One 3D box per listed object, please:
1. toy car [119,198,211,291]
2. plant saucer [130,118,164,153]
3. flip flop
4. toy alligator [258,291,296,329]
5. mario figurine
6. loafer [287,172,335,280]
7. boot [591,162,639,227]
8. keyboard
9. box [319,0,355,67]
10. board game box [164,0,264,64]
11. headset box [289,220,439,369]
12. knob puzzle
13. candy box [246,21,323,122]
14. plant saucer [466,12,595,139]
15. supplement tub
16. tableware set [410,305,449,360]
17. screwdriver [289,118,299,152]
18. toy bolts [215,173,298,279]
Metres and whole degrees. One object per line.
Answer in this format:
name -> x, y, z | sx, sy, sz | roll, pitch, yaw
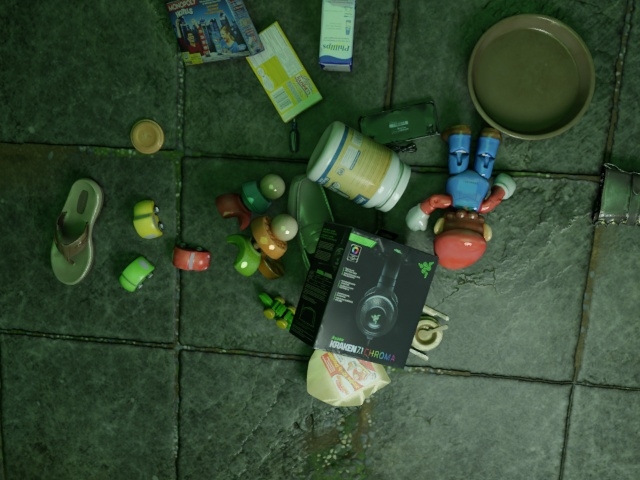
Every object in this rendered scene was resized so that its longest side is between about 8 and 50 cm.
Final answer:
toy car -> -0.425, 0.046, 1.395 | 0.239, 0.053, 0.225 | 44, 101, -3
plant saucer -> -0.423, -0.253, 1.362 | 0.084, 0.013, 0.083 | 1, 101, 5
flip flop -> -0.613, -0.021, 1.388 | 0.112, 0.080, 0.276 | 20, 101, 2
toy alligator -> -0.083, 0.199, 1.390 | 0.190, 0.056, 0.051 | 39, 141, -1
mario figurine -> 0.320, -0.093, 1.283 | 0.198, 0.170, 0.320 | 10, 91, 40
loafer -> 0.000, 0.000, 1.303 | 0.112, 0.111, 0.319 | -17, 102, -21
boot -> 0.732, -0.045, 1.255 | 0.229, 0.091, 0.262 | 0, 96, 11
keyboard -> 0.184, -0.252, 1.298 | 0.180, 0.023, 0.108 | -11, 92, 8
box -> 0.039, -0.447, 1.225 | 0.072, 0.126, 0.137 | 5, 101, 3
board game box -> -0.240, -0.501, 1.237 | 0.194, 0.060, 0.194 | 3, 121, 28
headset box -> 0.101, 0.111, 1.232 | 0.247, 0.131, 0.282 | 20, 88, -28
knob puzzle -> 0.051, 0.325, 1.395 | 0.213, 0.030, 0.213 | 0, 90, -6
candy box -> -0.090, -0.387, 1.291 | 0.105, 0.027, 0.205 | -30, 90, 8
plant saucer -> 0.453, -0.353, 1.217 | 0.278, 0.041, 0.277 | 0, 88, 0
supplement tub -> 0.085, -0.161, 1.250 | 0.200, 0.144, 0.144 | 26, 102, -13
tableware set -> 0.208, 0.204, 1.359 | 0.194, 0.039, 0.128 | 26, 96, 1
screwdriver -> -0.062, -0.293, 1.314 | 0.024, 0.025, 0.169 | 1, 101, 6
toy bolts -> -0.116, -0.038, 1.297 | 0.159, 0.218, 0.228 | -32, 62, 15
